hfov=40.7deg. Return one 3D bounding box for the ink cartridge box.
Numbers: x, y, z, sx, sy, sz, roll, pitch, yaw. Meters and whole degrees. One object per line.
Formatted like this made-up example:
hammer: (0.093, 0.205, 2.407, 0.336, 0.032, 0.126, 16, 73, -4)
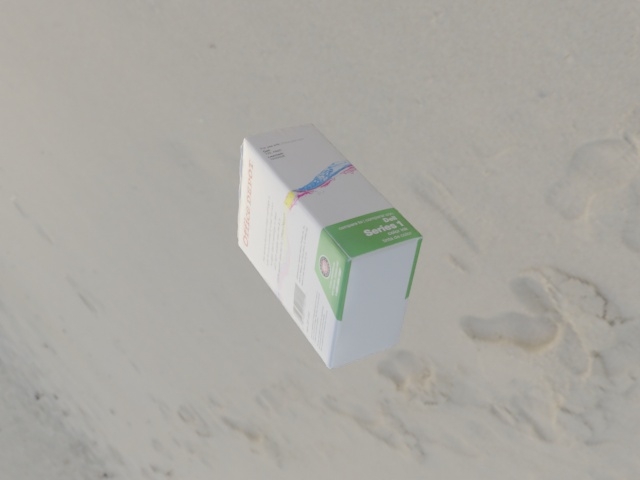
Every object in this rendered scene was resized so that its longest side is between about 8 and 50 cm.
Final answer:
ink cartridge box: (0.000, 0.000, 1.174, 0.278, 0.117, 0.201, 50, 146, 38)
